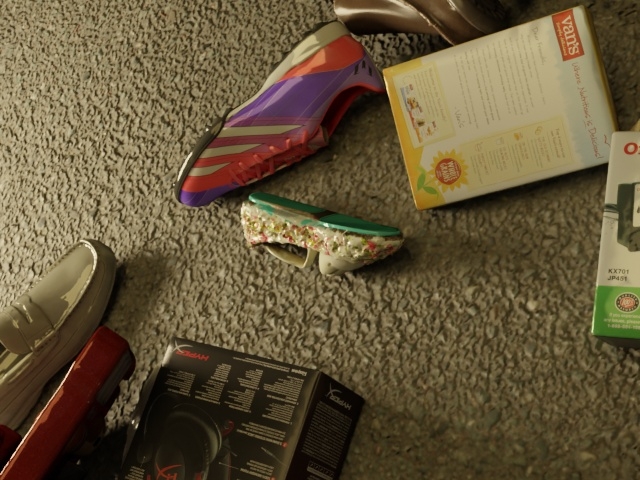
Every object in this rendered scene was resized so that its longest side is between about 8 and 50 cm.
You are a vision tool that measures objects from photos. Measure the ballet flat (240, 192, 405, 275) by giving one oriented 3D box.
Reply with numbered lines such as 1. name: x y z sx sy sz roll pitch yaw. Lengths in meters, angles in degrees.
1. ballet flat: 0.000 0.000 1.268 0.241 0.091 0.077 17 106 40

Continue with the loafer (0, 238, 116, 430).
1. loafer: -0.392 0.129 1.406 0.112 0.111 0.319 30 84 38

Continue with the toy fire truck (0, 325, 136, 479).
1. toy fire truck: -0.292 0.226 1.211 0.169 0.302 0.254 34 76 2

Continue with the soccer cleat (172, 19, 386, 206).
1. soccer cleat: -0.058 -0.136 1.352 0.318 0.108 0.116 -43 80 14

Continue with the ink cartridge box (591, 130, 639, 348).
1. ink cartridge box: 0.354 0.001 1.014 0.153 0.087 0.208 1 77 32

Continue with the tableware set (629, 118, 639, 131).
1. tableware set: 0.422 -0.132 1.094 0.194 0.039 0.128 -50 61 6

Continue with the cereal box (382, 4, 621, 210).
1. cereal box: 0.204 -0.144 1.182 0.240 0.047 0.173 -14 88 24

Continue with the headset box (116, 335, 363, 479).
1. headset box: -0.108 0.274 1.161 0.218 0.110 0.293 8 71 34

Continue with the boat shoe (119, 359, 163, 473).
1. boat shoe: -0.206 0.228 1.279 0.063 0.066 0.184 -2 69 51

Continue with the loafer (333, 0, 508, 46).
1. loafer: 0.096 -0.307 1.339 0.130 0.134 0.366 -60 41 14
